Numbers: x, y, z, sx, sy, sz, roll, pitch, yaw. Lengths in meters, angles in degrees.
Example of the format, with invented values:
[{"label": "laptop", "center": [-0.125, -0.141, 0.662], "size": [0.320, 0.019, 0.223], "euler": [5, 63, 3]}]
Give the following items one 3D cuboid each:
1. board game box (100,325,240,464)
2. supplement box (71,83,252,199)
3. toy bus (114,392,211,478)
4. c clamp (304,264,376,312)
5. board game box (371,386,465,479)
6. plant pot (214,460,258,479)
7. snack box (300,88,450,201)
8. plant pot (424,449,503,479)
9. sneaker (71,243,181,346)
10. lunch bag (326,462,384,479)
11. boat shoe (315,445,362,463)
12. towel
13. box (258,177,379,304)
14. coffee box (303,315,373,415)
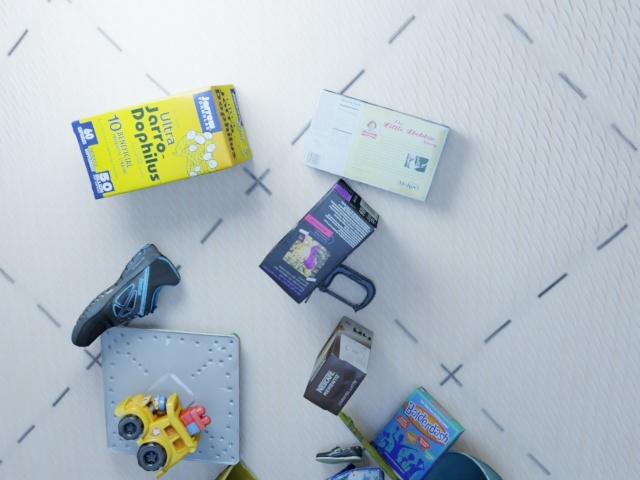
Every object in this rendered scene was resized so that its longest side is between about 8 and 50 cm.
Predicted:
[{"label": "board game box", "center": [-0.412, 0.426, 1.885], "size": [0.390, 0.050, 0.390], "euler": [3, 104, 7]}, {"label": "supplement box", "center": [-0.376, -0.242, 1.634], "size": [0.357, 0.195, 0.194], "euler": [-12, 102, 11]}, {"label": "toy bus", "center": [-0.411, 0.486, 1.809], "size": [0.211, 0.149, 0.220], "euler": [-32, 95, 1]}, {"label": "c clamp", "center": [0.058, 0.134, 1.758], "size": [0.161, 0.022, 0.137], "euler": [25, 101, 3]}, {"label": "board game box", "center": [0.254, 0.517, 1.774], "size": [0.160, 0.047, 0.210], "euler": [43, 108, 29]}, {"label": "plant pot", "center": [-0.266, 0.787, 1.885], "size": [0.187, 0.212, 0.212], "euler": [-37, 97, 28]}, {"label": "snack box", "center": [0.130, -0.231, 1.631], "size": [0.322, 0.060, 0.187], "euler": [18, 106, 4]}, {"label": "plant pot", "center": [0.394, 0.707, 1.744], "size": [0.195, 0.290, 0.290], "euler": [22, 110, -34]}, {"label": "sneaker", "center": [-0.517, 0.172, 1.778], "size": [0.140, 0.125, 0.341], "euler": [43, 96, -8]}, {"label": "lunch bag", "center": [0.096, 0.655, 1.819], "size": [0.151, 0.129, 0.096], "euler": [-6, 65, 8]}, {"label": "boat shoe", "center": [0.050, 0.593, 1.864], "size": [0.133, 0.042, 0.049], "euler": [-9, 145, 13]}, {"label": "towel", "center": [0.133, 0.559, 1.816], "size": [0.021, 0.102, 0.237], "euler": [-40, 97, -9]}, {"label": "box", "center": [0.000, 0.000, 1.654], "size": [0.143, 0.165, 0.270], "euler": [44, 106, -4]}, {"label": "coffee box", "center": [0.050, 0.306, 1.683], "size": [0.098, 0.246, 0.141], "euler": [31, 106, 0]}]
